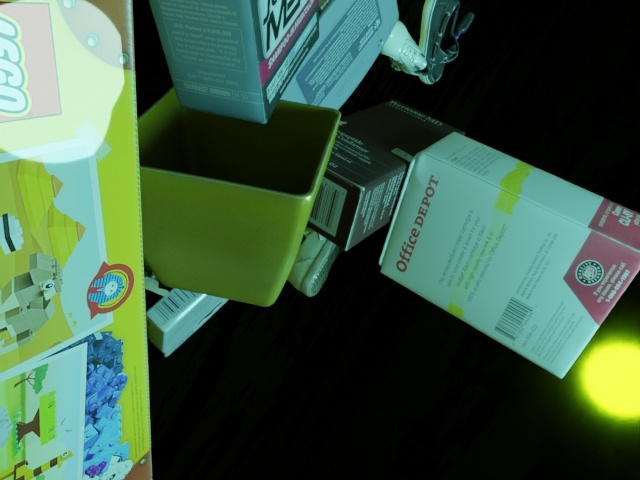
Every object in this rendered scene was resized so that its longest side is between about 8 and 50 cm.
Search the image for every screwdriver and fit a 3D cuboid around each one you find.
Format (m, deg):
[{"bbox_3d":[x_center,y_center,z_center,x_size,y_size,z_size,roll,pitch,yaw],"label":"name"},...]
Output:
[{"bbox_3d":[0.307,-0.464,1.230,0.170,0.024,0.025,-54,-175,8],"label":"screwdriver"}]

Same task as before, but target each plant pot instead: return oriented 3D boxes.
[{"bbox_3d":[-0.103,-0.046,0.620,0.212,0.212,0.187,-74,173,-52],"label":"plant pot"}]

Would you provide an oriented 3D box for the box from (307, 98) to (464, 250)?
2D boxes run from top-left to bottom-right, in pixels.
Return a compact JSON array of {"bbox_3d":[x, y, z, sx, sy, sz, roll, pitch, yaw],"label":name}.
[{"bbox_3d":[0.101,-0.146,1.011,0.381,0.191,0.143,-31,145,-45],"label":"box"}]

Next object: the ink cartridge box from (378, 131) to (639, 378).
[{"bbox_3d":[0.331,0.013,0.941,0.160,0.384,0.279,-34,147,-46],"label":"ink cartridge box"}]

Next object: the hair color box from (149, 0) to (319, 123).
[{"bbox_3d":[-0.084,-0.320,0.481,0.375,0.113,0.185,87,20,-52],"label":"hair color box"}]

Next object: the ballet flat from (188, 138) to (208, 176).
[{"bbox_3d":[-0.163,-0.142,0.713,0.114,0.041,0.041,-61,156,8],"label":"ballet flat"}]

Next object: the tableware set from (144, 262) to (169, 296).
[{"bbox_3d":[-0.229,-0.005,0.680,0.128,0.039,0.194,-65,163,-12],"label":"tableware set"}]

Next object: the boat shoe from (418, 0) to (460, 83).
[{"bbox_3d":[0.262,-0.423,1.117,0.080,0.076,0.229,-46,153,-23],"label":"boat shoe"}]

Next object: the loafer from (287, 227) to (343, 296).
[{"bbox_3d":[0.000,0.000,1.126,0.102,0.092,0.269,98,18,-46],"label":"loafer"}]

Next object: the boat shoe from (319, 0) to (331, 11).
[{"bbox_3d":[0.103,-0.421,0.669,0.116,0.123,0.324,35,112,-28],"label":"boat shoe"}]

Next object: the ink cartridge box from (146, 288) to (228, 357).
[{"bbox_3d":[-0.194,0.089,0.879,0.223,0.045,0.224,-44,175,-27],"label":"ink cartridge box"}]

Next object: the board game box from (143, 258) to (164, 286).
[{"bbox_3d":[-0.235,0.008,0.762,0.126,0.026,0.186,-60,156,5],"label":"board game box"}]

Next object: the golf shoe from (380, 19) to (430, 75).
[{"bbox_3d":[0.166,-0.363,0.989,0.069,0.086,0.176,-59,159,13],"label":"golf shoe"}]

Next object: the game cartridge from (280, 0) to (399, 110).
[{"bbox_3d":[0.018,-0.307,0.830,0.294,0.060,0.196,-53,152,-8],"label":"game cartridge"}]

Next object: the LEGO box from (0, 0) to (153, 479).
[{"bbox_3d":[-0.332,0.069,0.363,0.372,0.193,0.501,-28,134,-48],"label":"LEGO box"}]
